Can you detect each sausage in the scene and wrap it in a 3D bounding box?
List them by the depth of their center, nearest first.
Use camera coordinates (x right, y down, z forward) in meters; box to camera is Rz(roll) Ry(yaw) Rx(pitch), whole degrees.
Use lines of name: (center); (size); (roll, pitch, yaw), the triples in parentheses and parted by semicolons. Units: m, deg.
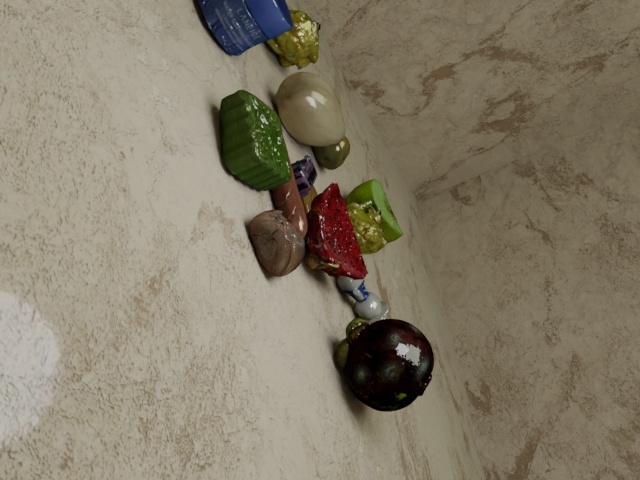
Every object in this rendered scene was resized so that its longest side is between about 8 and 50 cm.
sausage: (-0.114, -0.182, 1.807); (0.088, 0.088, 0.432); (30, 41, -62)

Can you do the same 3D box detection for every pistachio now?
pistachio: (-0.029, -0.460, 2.190); (0.332, 0.226, 0.208); (44, -12, -36)

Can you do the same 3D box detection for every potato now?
potato: (0.027, -0.378, 2.380); (0.194, 0.157, 0.157); (46, 16, 8)

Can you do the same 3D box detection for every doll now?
doll: (0.137, 0.184, 2.059); (0.293, 0.119, 0.138); (54, 5, -22)

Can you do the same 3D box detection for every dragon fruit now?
dragon fruit: (0.000, 0.000, 1.851); (0.205, 0.152, 0.316); (-25, 99, -60)

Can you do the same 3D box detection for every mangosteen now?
mangosteen: (0.185, 0.352, 1.766); (0.288, 0.288, 0.288); (55, 22, -34)

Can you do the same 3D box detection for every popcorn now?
popcorn: (0.160, -0.046, 2.289); (0.218, 0.170, 0.189); (48, 26, -60)
popcorn: (-0.102, -0.799, 2.386); (0.252, 0.215, 0.286); (55, 17, -16)

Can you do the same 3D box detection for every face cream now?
face cream: (-0.236, -0.726, 1.886); (0.249, 0.225, 0.249); (58, 17, -30)

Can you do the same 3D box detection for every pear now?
pear: (0.198, -0.112, 2.508); (0.292, 0.160, 0.292); (53, 21, -30)

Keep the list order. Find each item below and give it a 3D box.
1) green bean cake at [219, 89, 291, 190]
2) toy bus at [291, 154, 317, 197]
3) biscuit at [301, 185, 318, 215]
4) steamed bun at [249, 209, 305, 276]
green bean cake: (-0.181, -0.274, 1.656); (0.222, 0.125, 0.247); (27, 43, -63)
toy bus: (-0.064, -0.209, 1.976); (0.098, 0.087, 0.178); (64, 17, -17)
biscuit: (-0.028, -0.119, 2.067); (0.141, 0.029, 0.220); (57, 20, -31)
steamed bun: (-0.104, 0.000, 1.578); (0.175, 0.107, 0.145); (65, 18, 1)
